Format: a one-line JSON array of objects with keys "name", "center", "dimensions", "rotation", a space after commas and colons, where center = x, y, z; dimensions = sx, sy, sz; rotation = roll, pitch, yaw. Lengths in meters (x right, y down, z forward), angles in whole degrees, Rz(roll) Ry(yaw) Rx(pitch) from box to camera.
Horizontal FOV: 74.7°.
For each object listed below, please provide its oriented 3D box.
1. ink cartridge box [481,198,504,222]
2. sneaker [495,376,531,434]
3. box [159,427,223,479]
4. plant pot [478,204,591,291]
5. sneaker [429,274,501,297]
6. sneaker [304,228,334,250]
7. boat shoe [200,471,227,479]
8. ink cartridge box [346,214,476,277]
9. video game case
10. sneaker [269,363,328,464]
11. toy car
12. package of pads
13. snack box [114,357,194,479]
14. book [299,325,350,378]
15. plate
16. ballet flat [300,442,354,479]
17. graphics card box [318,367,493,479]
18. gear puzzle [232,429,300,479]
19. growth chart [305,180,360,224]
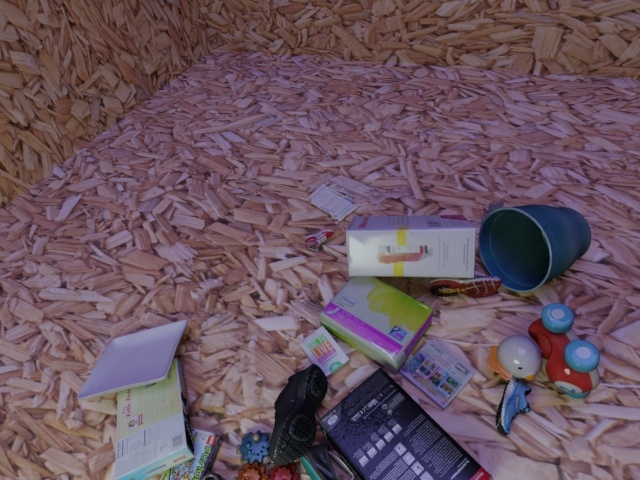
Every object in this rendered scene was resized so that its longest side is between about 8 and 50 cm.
[{"name": "ink cartridge box", "center": [0.638, -0.111, 1.555], "dimensions": [0.063, 0.115, 0.029], "rotation": [-14, 46, -3]}, {"name": "sneaker", "center": [0.511, 0.435, 1.098], "dimensions": [0.073, 0.063, 0.162], "rotation": [22, 54, 24]}, {"name": "box", "center": [-0.352, 0.611, 1.109], "dimensions": [0.114, 0.036, 0.207], "rotation": [5, 48, 15]}, {"name": "plant pot", "center": [0.705, 0.001, 1.350], "dimensions": [0.255, 0.271, 0.271], "rotation": [-14, 44, -22]}, {"name": "sneaker", "center": [0.475, 0.127, 1.379], "dimensions": [0.226, 0.088, 0.092], "rotation": [1, 46, 11]}, {"name": "sneaker", "center": [0.000, 0.000, 1.619], "dimensions": [0.119, 0.042, 0.067], "rotation": [-19, 42, 3]}, {"name": "boat shoe", "center": [-0.287, 0.706, 0.968], "dimensions": [0.109, 0.091, 0.304], "rotation": [1, 47, 10]}, {"name": "ink cartridge box", "center": [0.292, 0.011, 1.394], "dimensions": [0.385, 0.160, 0.279], "rotation": [0, 12, 11]}, {"name": "video game case", "center": [0.335, 0.382, 1.211], "dimensions": [0.143, 0.019, 0.157], "rotation": [-37, 52, -23]}, {"name": "sneaker", "center": [-0.075, 0.470, 1.133], "dimensions": [0.130, 0.109, 0.286], "rotation": [-26, 18, 32]}, {"name": "toy car", "center": [0.568, 0.319, 1.110], "dimensions": [0.238, 0.219, 0.210], "rotation": [-21, 46, 10]}, {"name": "package of pads", "center": [0.176, 0.239, 1.319], "dimensions": [0.297, 0.101, 0.229], "rotation": [27, 57, 30]}, {"name": "snack box", "center": [-0.473, 0.497, 1.188], "dimensions": [0.187, 0.060, 0.322], "rotation": [-21, 36, -10]}, {"name": "book", "center": [0.011, 0.348, 1.299], "dimensions": [0.096, 0.035, 0.144], "rotation": [-33, 51, -15]}, {"name": "plate", "center": [-0.568, 0.374, 1.313], "dimensions": [0.278, 0.045, 0.278], "rotation": [-15, 25, 3]}, {"name": "ballet flat", "center": [0.053, 0.608, 1.002], "dimensions": [0.096, 0.095, 0.280], "rotation": [-19, 45, -24]}, {"name": "graphics card box", "center": [0.196, 0.529, 1.046], "dimensions": [0.233, 0.094, 0.371], "rotation": [-35, 52, -21]}, {"name": "gear puzzle", "center": [-0.137, 0.635, 1.028], "dimensions": [0.176, 0.044, 0.338], "rotation": [-3, 45, 1]}, {"name": "growth chart", "center": [0.055, -0.169, 1.785], "dimensions": [0.172, 0.021, 0.237], "rotation": [-35, 50, -22]}]
